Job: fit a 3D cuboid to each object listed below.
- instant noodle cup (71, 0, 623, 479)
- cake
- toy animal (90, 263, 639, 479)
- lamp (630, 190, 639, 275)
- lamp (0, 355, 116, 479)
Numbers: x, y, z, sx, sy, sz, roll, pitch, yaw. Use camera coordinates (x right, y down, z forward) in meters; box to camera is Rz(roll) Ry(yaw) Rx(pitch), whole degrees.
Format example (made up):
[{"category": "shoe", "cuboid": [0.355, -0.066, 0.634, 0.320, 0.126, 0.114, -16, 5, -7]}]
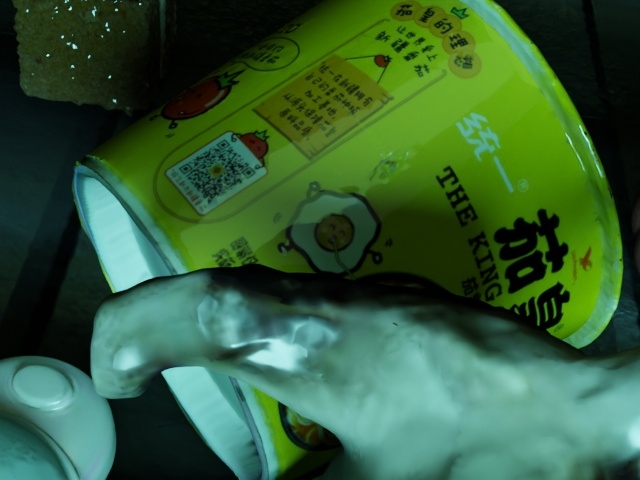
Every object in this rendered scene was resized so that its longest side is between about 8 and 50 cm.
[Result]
[{"category": "instant noodle cup", "cuboid": [0.000, 0.000, 0.679, 0.254, 0.325, 0.325, -30, 57, -19]}, {"category": "cake", "cuboid": [-0.212, -0.218, 0.959, 0.135, 0.134, 0.147, 9, 37, 0]}, {"category": "toy animal", "cuboid": [0.077, 0.159, 0.482, 0.303, 0.344, 0.194, -11, 52, 5]}, {"category": "lamp", "cuboid": [0.356, -0.001, 0.841, 0.182, 0.140, 0.182, -2, 62, 4]}, {"category": "lamp", "cuboid": [-0.222, 0.166, 0.611, 0.179, 0.108, 0.246, 25, 48, 9]}]
